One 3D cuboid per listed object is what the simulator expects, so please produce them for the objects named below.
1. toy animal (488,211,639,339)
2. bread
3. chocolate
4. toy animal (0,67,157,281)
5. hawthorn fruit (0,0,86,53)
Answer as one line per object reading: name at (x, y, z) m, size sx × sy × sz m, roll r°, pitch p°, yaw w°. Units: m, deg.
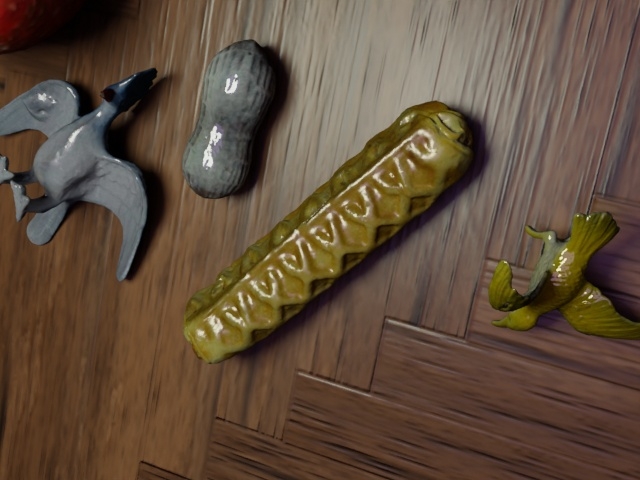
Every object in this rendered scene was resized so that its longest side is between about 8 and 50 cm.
toy animal at (0.209, 0.035, 0.762) m, size 0.219 × 0.155 × 0.095 m, roll 15°, pitch 75°, yaw -22°
bread at (-0.001, -0.001, 0.832) m, size 0.367 × 0.084 × 0.077 m, roll -40°, pitch 123°, yaw 19°
chocolate at (-0.093, -0.121, 0.854) m, size 0.072 × 0.072 × 0.167 m, roll 25°, pitch 106°, yaw 16°
toy animal at (-0.261, -0.080, 0.922) m, size 0.239 × 0.176 × 0.255 m, roll 53°, pitch 145°, yaw 10°
hawthorn fruit at (-0.348, -0.293, 0.824) m, size 0.258 × 0.262 × 0.258 m, roll 2°, pitch 130°, yaw 3°
